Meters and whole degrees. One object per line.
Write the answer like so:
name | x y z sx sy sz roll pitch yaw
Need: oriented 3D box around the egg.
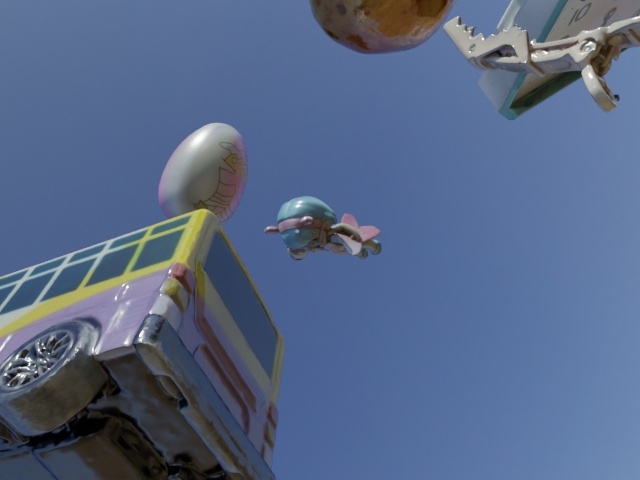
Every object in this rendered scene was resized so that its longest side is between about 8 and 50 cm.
egg | -0.267 -0.146 1.309 0.196 0.196 0.271 45 -106 -36

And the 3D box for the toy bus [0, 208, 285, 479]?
toy bus | -0.272 0.149 0.527 0.439 0.249 0.209 -18 -60 13

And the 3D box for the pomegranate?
pomegranate | 0.094 -0.371 0.778 0.215 0.215 0.215 -10 -74 -37

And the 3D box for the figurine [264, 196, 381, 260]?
figurine | 0.006 -0.013 1.082 0.260 0.205 0.103 16 -104 -45

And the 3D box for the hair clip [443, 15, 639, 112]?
hair clip | 0.176 -0.160 0.483 0.034 0.226 0.072 20 -82 -35

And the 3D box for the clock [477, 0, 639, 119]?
clock | 0.337 -0.307 0.706 0.262 0.116 0.231 -33 -19 -16
